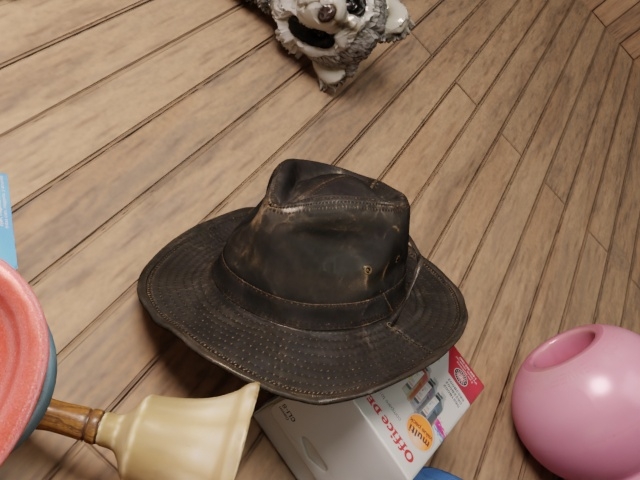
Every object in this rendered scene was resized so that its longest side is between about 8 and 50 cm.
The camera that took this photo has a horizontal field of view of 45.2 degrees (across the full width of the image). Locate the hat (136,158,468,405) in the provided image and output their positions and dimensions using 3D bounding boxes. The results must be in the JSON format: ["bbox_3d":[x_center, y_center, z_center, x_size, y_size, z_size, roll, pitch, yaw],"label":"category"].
[{"bbox_3d":[0.000,0.000,0.728,0.331,0.134,0.331,10,29,-6],"label":"hat"}]

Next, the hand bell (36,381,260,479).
[{"bbox_3d":[-0.178,0.138,0.573,0.242,0.126,0.126,15,46,-2],"label":"hand bell"}]

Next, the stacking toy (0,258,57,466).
[{"bbox_3d":[-0.231,0.176,0.432,0.279,0.130,0.309,-32,87,-23],"label":"stacking toy"}]

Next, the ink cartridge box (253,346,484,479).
[{"bbox_3d":[0.051,0.162,0.769,0.128,0.127,0.176,54,40,2],"label":"ink cartridge box"}]

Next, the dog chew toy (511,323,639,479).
[{"bbox_3d":[0.384,0.273,0.965,0.331,0.207,0.206,59,39,-5],"label":"dog chew toy"}]

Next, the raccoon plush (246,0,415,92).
[{"bbox_3d":[0.002,-0.433,1.132,0.299,0.216,0.446,43,39,-23],"label":"raccoon plush"}]

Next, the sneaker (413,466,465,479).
[{"bbox_3d":[0.176,0.290,0.832,0.209,0.082,0.069,32,45,-21],"label":"sneaker"}]

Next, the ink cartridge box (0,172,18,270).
[{"bbox_3d":[-0.314,-0.002,0.567,0.143,0.092,0.090,9,56,-41],"label":"ink cartridge box"}]
